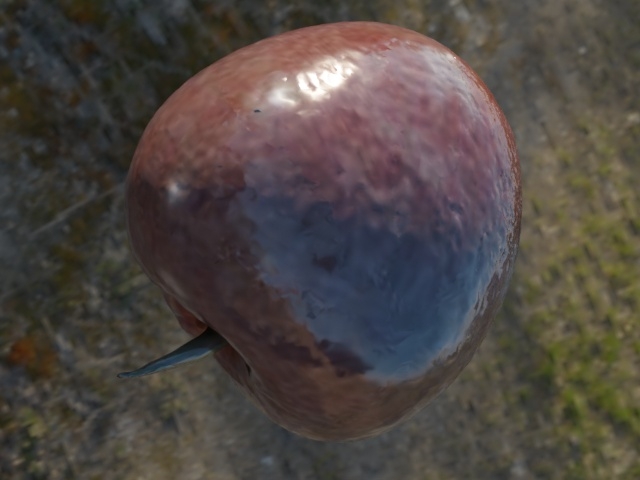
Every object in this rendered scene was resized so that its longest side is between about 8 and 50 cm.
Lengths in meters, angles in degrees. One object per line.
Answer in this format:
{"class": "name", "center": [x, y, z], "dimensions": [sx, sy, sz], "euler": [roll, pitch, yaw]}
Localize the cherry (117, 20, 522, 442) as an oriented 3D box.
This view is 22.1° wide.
{"class": "cherry", "center": [0.000, 0.000, 0.961], "dimensions": [0.285, 0.213, 0.236], "euler": [-38, 137, -20]}
